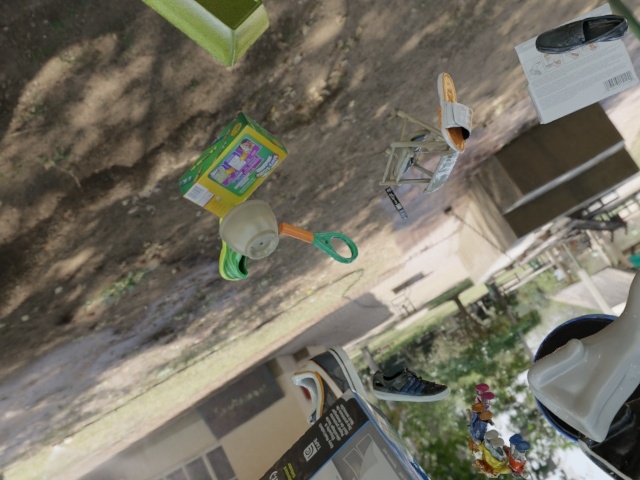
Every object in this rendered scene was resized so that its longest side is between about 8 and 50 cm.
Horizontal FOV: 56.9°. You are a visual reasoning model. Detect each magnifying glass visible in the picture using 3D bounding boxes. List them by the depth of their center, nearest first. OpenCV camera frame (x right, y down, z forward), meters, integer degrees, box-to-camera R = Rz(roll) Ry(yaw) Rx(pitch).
[{"bbox_3d":[0.000,0.000,1.518,0.231,0.092,0.026,18,133,-27],"label":"magnifying glass"}]

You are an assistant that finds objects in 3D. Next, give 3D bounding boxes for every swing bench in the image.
[{"bbox_3d":[0.360,-0.297,2.079,0.255,0.165,0.253,14,153,2],"label":"swing bench"}]

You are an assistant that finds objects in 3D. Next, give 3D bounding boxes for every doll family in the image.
[{"bbox_3d":[0.424,0.508,1.516,0.118,0.263,0.163,-15,128,-9],"label":"doll family"}]

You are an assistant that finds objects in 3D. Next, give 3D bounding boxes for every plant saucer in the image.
[{"bbox_3d":[-0.183,-0.407,1.002,0.045,0.188,0.188,-43,-164,44],"label":"plant saucer"}]

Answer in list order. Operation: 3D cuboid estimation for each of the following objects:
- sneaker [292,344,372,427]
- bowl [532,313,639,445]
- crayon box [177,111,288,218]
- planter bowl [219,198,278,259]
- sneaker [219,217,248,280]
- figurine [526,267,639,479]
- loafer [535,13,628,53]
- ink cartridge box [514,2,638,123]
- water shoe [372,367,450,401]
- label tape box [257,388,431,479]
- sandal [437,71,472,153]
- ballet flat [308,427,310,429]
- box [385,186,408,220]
[{"bbox_3d":[0.055,0.374,1.165,0.127,0.321,0.126,-22,156,-23],"label":"sneaker"},{"bbox_3d":[0.792,0.399,1.686,0.391,0.391,0.077,-36,145,28],"label":"bowl"},{"bbox_3d":[-0.248,-0.205,1.671,0.278,0.081,0.165,-45,135,13],"label":"crayon box"},{"bbox_3d":[-0.182,-0.018,1.619,0.162,0.109,0.162,-26,146,-19],"label":"planter bowl"},{"bbox_3d":[-0.291,0.000,2.115,0.124,0.295,0.109,8,-165,21],"label":"sneaker"},{"bbox_3d":[0.355,0.141,0.648,0.209,0.215,0.092,-47,-154,-6],"label":"figurine"},{"bbox_3d":[0.671,-0.539,1.528,0.223,0.076,0.078,-4,173,27],"label":"loafer"},{"bbox_3d":[0.784,-0.541,1.831,0.296,0.261,0.066,-23,-173,14],"label":"ink cartridge box"},{"bbox_3d":[0.237,0.375,1.545,0.203,0.080,0.073,-2,-179,4],"label":"water shoe"},{"bbox_3d":[0.005,0.425,0.869,0.333,0.240,0.106,-46,122,1],"label":"label tape box"},{"bbox_3d":[0.399,-0.388,1.732,0.076,0.265,0.102,-20,158,41],"label":"sandal"},{"bbox_3d":[0.002,0.635,1.854,0.041,0.114,0.041,-25,163,-8],"label":"ballet flat"},{"bbox_3d":[0.216,-0.105,1.676,0.018,0.083,0.067,-31,151,7],"label":"box"}]
